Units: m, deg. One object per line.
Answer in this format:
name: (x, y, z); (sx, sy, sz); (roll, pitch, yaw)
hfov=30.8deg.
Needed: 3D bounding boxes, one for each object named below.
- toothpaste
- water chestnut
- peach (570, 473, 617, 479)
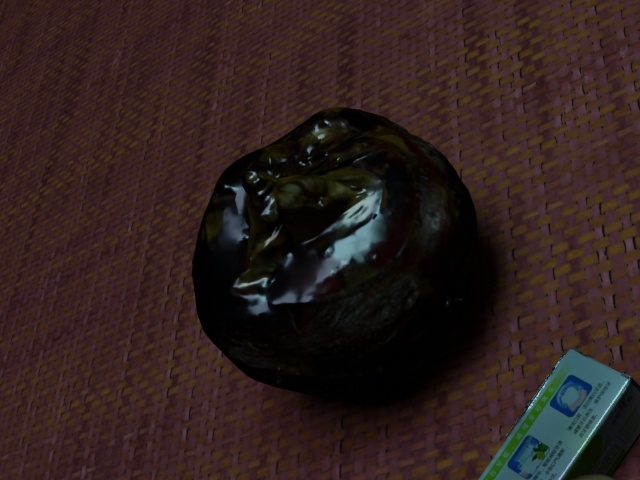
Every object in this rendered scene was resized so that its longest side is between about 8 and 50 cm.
toothpaste: (0.178, 0.261, 1.082); (0.336, 0.067, 0.081); (-54, 38, -6)
water chestnut: (0.000, 0.000, 1.273); (0.335, 0.347, 0.335); (-17, 51, 22)
peach: (0.233, 0.309, 0.865); (0.232, 0.232, 0.257); (-4, 65, 43)
